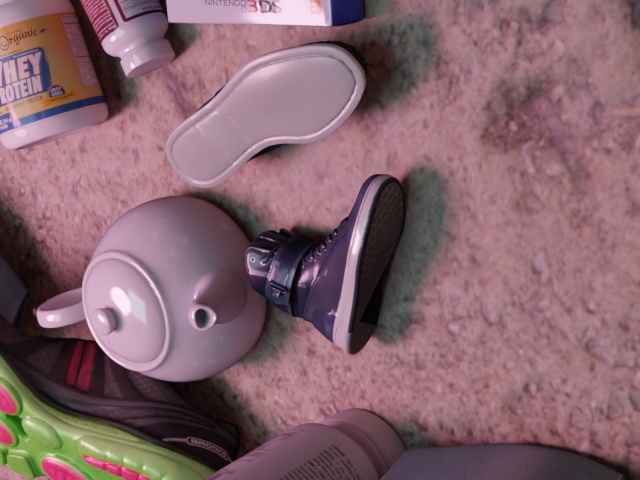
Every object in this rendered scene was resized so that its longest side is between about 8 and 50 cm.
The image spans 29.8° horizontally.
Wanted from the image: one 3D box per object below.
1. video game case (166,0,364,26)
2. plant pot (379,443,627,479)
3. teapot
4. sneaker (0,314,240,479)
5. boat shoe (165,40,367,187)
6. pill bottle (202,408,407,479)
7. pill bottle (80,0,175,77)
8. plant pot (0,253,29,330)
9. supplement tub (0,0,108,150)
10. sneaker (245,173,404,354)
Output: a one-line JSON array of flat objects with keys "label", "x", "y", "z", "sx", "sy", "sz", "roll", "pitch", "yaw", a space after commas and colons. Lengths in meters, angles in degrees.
[{"label": "video game case", "x": -0.074, "y": -0.366, "z": 1.284, "sx": 0.244, "sy": 0.061, "sz": 0.269, "roll": 9, "pitch": 112, "yaw": 38}, {"label": "plant pot", "x": 0.197, "y": 0.344, "z": 1.210, "sx": 0.252, "sy": 0.247, "sz": 0.247, "roll": -16, "pitch": 96, "yaw": 27}, {"label": "teapot", "x": -0.207, "y": 0.072, "z": 1.482, "sx": 0.252, "sy": 0.187, "sz": 0.256, "roll": 45, "pitch": 131, "yaw": 20}, {"label": "sneaker", "x": -0.320, "y": 0.211, "z": 1.592, "sx": 0.483, "sy": 0.202, "sz": 0.185, "roll": 31, "pitch": 126, "yaw": 9}, {"label": "boat shoe", "x": -0.054, "y": -0.154, "z": 1.326, "sx": 0.303, "sy": 0.091, "sz": 0.114, "roll": -18, "pitch": 113, "yaw": 41}, {"label": "pill bottle", "x": -0.031, "y": 0.302, "z": 1.348, "sx": 0.160, "sy": 0.283, "sz": 0.160, "roll": 16, "pitch": 116, "yaw": 36}, {"label": "pill bottle", "x": -0.236, "y": -0.276, "z": 1.441, "sx": 0.086, "sy": 0.086, "sz": 0.152, "roll": -27, "pitch": 87, "yaw": 44}, {"label": "plant pot", "x": -0.541, "y": 0.109, "z": 1.757, "sx": 0.196, "sy": 0.290, "sz": 0.290, "roll": 18, "pitch": 124, "yaw": -5}, {"label": "supplement tub", "x": -0.366, "y": -0.227, "z": 1.532, "sx": 0.144, "sy": 0.144, "sz": 0.199, "roll": -13, "pitch": 98, "yaw": 43}, {"label": "sneaker", "x": -0.001, "y": 0.001, "z": 1.343, "sx": 0.163, "sy": 0.086, "sz": 0.226, "roll": 31, "pitch": 125, "yaw": 26}]
